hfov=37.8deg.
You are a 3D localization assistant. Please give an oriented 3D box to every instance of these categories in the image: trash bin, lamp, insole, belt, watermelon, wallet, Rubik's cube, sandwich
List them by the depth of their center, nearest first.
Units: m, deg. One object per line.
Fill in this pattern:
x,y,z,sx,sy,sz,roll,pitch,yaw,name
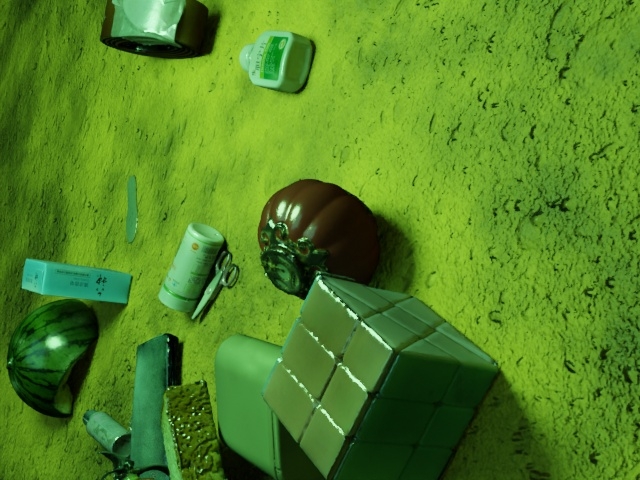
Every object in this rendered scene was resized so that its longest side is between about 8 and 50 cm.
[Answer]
0.085,0.210,1.404,0.221,0.231,0.225,42,112,49,Rubik's cube
0.000,0.000,1.604,0.227,0.227,0.227,-19,65,49,lamp
-0.089,0.298,1.674,0.247,0.121,0.243,11,105,55,trash bin
-0.236,0.457,1.793,0.271,0.099,0.301,104,152,-59,sandwich
-0.376,0.407,2.106,0.190,0.046,0.379,-22,64,50,wallet
-0.402,-0.524,2.261,0.338,0.217,0.122,10,89,52,belt
-0.491,-0.083,2.433,0.064,0.004,0.188,-27,60,45,insole
-0.748,0.303,2.524,0.330,0.189,0.331,-17,66,43,watermelon

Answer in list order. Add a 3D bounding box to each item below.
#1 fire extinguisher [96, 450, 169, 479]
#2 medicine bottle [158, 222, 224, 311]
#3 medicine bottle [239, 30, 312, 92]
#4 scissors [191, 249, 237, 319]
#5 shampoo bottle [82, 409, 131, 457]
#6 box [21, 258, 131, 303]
-0.334,0.596,1.883,0.113,0.200,0.376,-26,73,9,fire extinguisher
-0.283,0.058,2.051,0.086,0.086,0.183,46,116,48,medicine bottle
-0.096,-0.373,1.940,0.183,0.069,0.119,21,100,54,medicine bottle
-0.232,0.106,2.022,0.176,0.022,0.085,-56,43,23,scissors
-0.515,0.462,2.260,0.214,0.072,0.072,16,93,54,shampoo bottle
-0.611,0.102,2.346,0.142,0.232,0.083,5,85,53,box
